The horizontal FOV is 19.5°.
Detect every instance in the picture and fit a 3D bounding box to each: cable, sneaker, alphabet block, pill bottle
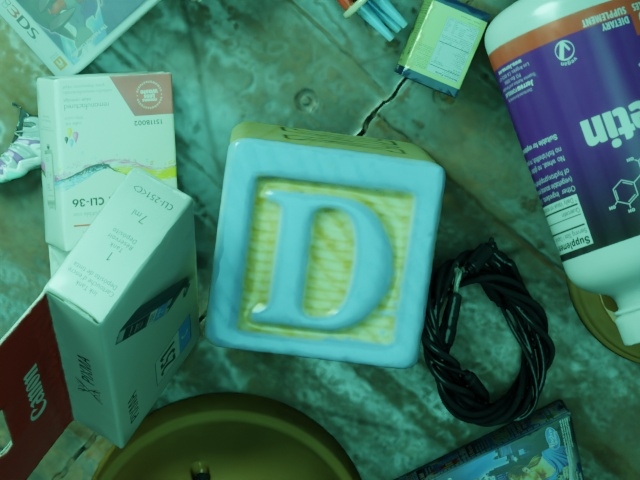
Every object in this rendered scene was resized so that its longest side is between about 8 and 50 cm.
[{"bbox_3d":[0.158,0.100,1.762,0.150,0.047,0.184,-41,117,-40],"label":"cable"},{"bbox_3d":[-0.284,-0.096,1.758,0.098,0.038,0.069,-21,97,-9],"label":"sneaker"},{"bbox_3d":[0.000,0.000,1.701,0.193,0.197,0.192,9,98,-3],"label":"alphabet block"},{"bbox_3d":[0.280,-0.077,1.683,0.181,0.181,0.323,-20,86,0],"label":"pill bottle"}]

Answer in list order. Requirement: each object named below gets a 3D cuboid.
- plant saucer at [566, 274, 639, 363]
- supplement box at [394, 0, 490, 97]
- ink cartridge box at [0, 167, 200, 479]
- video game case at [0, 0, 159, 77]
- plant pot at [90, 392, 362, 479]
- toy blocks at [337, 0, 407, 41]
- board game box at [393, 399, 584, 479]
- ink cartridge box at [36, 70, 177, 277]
[{"bbox_3d":[0.339,0.027,1.800,0.200,0.037,0.200,0,98,-2],"label":"plant saucer"},{"bbox_3d":[0.113,-0.183,1.737,0.056,0.083,0.083,22,96,-5],"label":"supplement box"},{"bbox_3d":[-0.203,0.111,1.617,0.066,0.296,0.261,30,67,12],"label":"ink cartridge box"},{"bbox_3d":[-0.233,-0.263,1.688,0.201,0.023,0.183,-35,101,36],"label":"video game case"},{"bbox_3d":[-0.088,0.307,1.737,0.290,0.203,0.291,0,99,-3],"label":"plant pot"},{"bbox_3d":[0.047,-0.272,1.737,0.123,0.054,0.148,-45,97,4],"label":"toy blocks"},{"bbox_3d":[0.165,0.273,1.815,0.194,0.060,0.194,-12,98,0],"label":"board game box"},{"bbox_3d":[-0.196,-0.055,1.733,0.115,0.067,0.198,-6,99,-24],"label":"ink cartridge box"}]
